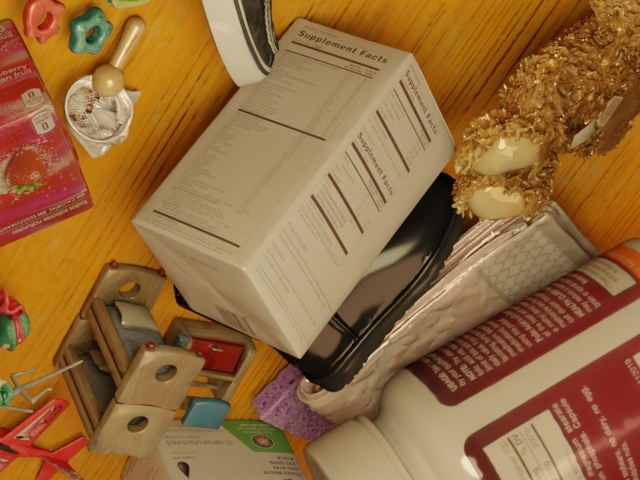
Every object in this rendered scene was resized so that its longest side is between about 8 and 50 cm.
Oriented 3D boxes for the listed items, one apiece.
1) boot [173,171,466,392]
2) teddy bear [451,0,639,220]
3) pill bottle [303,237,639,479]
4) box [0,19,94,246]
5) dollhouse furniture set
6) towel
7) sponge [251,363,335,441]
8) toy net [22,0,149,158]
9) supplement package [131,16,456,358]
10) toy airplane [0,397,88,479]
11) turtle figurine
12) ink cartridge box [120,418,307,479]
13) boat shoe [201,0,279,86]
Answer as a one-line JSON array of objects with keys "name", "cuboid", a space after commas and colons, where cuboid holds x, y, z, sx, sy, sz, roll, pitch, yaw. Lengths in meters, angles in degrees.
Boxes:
[{"name": "boot", "cuboid": [0.000, 0.000, 1.806, 0.207, 0.094, 0.246, 36, 91, -32]}, {"name": "teddy bear", "cuboid": [0.236, -0.150, 1.750, 0.338, 0.113, 0.245, -47, 156, -1]}, {"name": "pill bottle", "cuboid": [0.197, 0.183, 1.867, 0.392, 0.224, 0.224, -29, 137, -9]}, {"name": "box", "cuboid": [-0.329, -0.054, 1.557, 0.257, 0.128, 0.122, -24, 136, -8]}, {"name": "dollhouse furniture set", "cuboid": [-0.129, 0.118, 1.822, 0.184, 0.129, 0.129, 11, 123, -34]}, {"name": "towel", "cuboid": [0.170, 0.112, 2.000, 0.317, 0.053, 0.332, -41, 144, 8]}, {"name": "sponge", "cuboid": [0.040, 0.121, 1.986, 0.210, 0.031, 0.117, -44, 137, 13]}, {"name": "toy net", "cuboid": [-0.182, -0.151, 1.586, 0.122, 0.045, 0.232, -27, 138, -35]}, {"name": "supplement package", "cuboid": [-0.017, -0.048, 1.658, 0.244, 0.139, 0.134, -52, 140, -19]}, {"name": "toy airplane", "cuboid": [-0.283, 0.203, 1.890, 0.151, 0.028, 0.151, -15, 136, -15]}, {"name": "turtle figurine", "cuboid": [-0.337, 0.110, 1.719, 0.234, 0.118, 0.175, -13, 175, -16]}, {"name": "ink cartridge box", "cuboid": [-0.085, 0.285, 1.933, 0.160, 0.219, 0.092, 3, 127, -31]}, {"name": "boat shoe", "cuboid": [-0.056, -0.257, 1.534, 0.105, 0.113, 0.306, -12, 126, 1]}]
